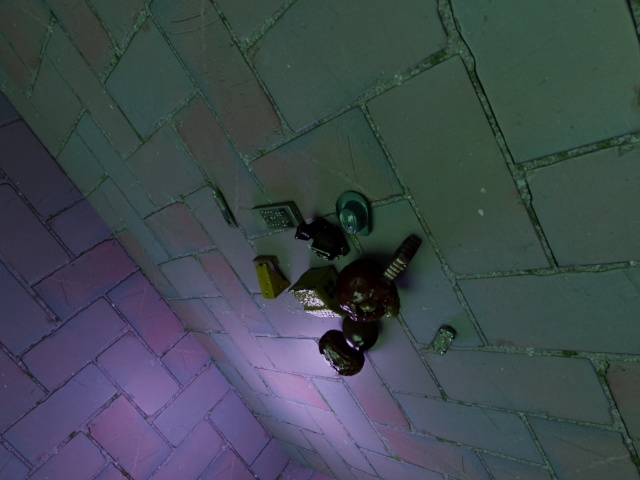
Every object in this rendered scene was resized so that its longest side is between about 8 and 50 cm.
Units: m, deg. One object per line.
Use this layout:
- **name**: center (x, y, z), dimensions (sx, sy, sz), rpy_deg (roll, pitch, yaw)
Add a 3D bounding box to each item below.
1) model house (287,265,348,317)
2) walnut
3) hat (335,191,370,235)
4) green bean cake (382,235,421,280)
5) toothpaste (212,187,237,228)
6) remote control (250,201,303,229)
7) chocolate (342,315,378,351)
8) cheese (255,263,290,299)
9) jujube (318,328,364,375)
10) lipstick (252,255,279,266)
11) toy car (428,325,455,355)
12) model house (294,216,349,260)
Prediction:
- **model house**: center (0.009, 0.252, 1.824), dimensions (0.193, 0.175, 0.234), rpy_deg (-16, 109, 49)
- **walnut**: center (0.184, 0.179, 1.547), dimensions (0.244, 0.269, 0.222), rpy_deg (8, 118, -12)
- **hat**: center (0.115, -0.078, 1.492), dimensions (0.138, 0.078, 0.191), rpy_deg (10, 131, 36)
- **green bean cake**: center (0.275, 0.060, 1.420), dimensions (0.056, 0.136, 0.135), rpy_deg (35, 142, 8)
- **toothpaste**: center (-0.469, -0.151, 2.020), dimensions (0.060, 0.038, 0.233), rpy_deg (10, 133, 41)
- **remote control**: center (-0.194, -0.100, 1.802), dimensions (0.285, 0.038, 0.123), rpy_deg (0, 125, 44)
- **chocolate**: center (0.173, 0.395, 1.836), dimensions (0.176, 0.177, 0.177), rpy_deg (26, 139, 25)
- **cheese**: center (-0.253, 0.190, 2.064), dimensions (0.093, 0.126, 0.171), rpy_deg (-13, 111, 49)
- **jujube**: center (0.103, 0.550, 2.011), dimensions (0.243, 0.183, 0.183), rpy_deg (43, 145, -15)
- **lipstick**: center (-0.272, 0.104, 2.062), dimensions (0.145, 0.045, 0.045), rpy_deg (-1, 126, 43)
- **toy car**: center (0.470, 0.387, 1.609), dimensions (0.069, 0.055, 0.142), rpy_deg (25, 129, 13)
- **model house**: center (-0.006, 0.004, 1.618), dimensions (0.203, 0.164, 0.141), rpy_deg (30, 135, 23)
